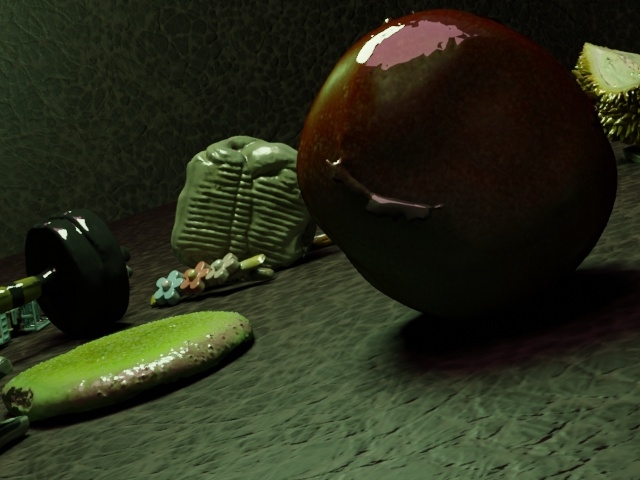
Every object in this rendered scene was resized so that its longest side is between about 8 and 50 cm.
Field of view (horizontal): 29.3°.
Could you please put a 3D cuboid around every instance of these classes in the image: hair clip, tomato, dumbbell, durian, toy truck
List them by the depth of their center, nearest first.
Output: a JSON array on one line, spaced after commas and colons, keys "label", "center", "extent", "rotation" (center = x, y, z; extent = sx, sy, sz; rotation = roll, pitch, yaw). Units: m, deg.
[{"label": "tomato", "center": [0.118, -0.060, 1.162], "extent": [0.239, 0.303, 0.303], "rotation": [-51, 22, -21]}, {"label": "dumbbell", "center": [-0.428, 0.077, 1.698], "extent": [0.388, 0.185, 0.185], "rotation": [-24, 10, -39]}, {"label": "hair clip", "center": [-0.168, 0.056, 1.776], "extent": [0.214, 0.056, 0.062], "rotation": [-13, 42, 24]}, {"label": "durian", "center": [0.475, -0.202, 1.795], "extent": [0.183, 0.138, 0.249], "rotation": [10, 10, -22]}, {"label": "toy truck", "center": [-0.504, 0.125, 1.921], "extent": [0.115, 0.080, 0.178], "rotation": [-6, 8, 8]}]

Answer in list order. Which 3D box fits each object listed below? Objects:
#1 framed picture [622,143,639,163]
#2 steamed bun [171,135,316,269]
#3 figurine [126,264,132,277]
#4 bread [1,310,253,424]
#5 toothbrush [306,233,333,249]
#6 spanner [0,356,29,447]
[{"label": "framed picture", "center": [0.583, -0.159, 1.793], "extent": [0.260, 0.023, 0.189], "rotation": [-16, 8, 4]}, {"label": "steamed bun", "center": [-0.107, -0.048, 1.860], "extent": [0.211, 0.218, 0.144], "rotation": [10, 8, 1]}, {"label": "figurine", "center": [-0.369, 0.066, 2.057], "extent": [0.086, 0.087, 0.149], "rotation": [-54, -4, 18]}, {"label": "bread", "center": [-0.213, 0.132, 1.379], "extent": [0.301, 0.045, 0.301], "rotation": [-15, 8, 2]}, {"label": "toothbrush", "center": [0.000, 0.000, 1.914], "extent": [0.321, 0.023, 0.031], "rotation": [-15, 1, 6]}, {"label": "spanner", "center": [-0.376, 0.191, 1.110], "extent": [0.040, 0.096, 0.325], "rotation": [-13, 8, 26]}]
